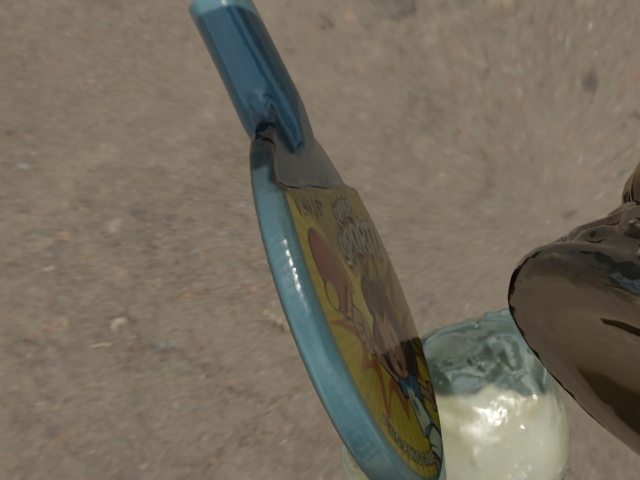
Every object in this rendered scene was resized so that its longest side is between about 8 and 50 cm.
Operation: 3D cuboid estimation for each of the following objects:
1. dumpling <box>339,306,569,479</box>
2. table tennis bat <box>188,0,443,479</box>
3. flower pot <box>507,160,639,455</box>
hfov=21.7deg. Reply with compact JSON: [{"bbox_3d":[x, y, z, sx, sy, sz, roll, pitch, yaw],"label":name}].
[{"bbox_3d":[0.090,0.138,1.140,0.155,0.111,0.181,-1,86,-3],"label":"dumpling"},{"bbox_3d":[0.000,0.000,1.015,0.044,0.215,0.329,-24,85,16],"label":"table tennis bat"},{"bbox_3d":[0.234,-0.023,0.736,0.266,0.266,0.267,36,76,6],"label":"flower pot"}]
